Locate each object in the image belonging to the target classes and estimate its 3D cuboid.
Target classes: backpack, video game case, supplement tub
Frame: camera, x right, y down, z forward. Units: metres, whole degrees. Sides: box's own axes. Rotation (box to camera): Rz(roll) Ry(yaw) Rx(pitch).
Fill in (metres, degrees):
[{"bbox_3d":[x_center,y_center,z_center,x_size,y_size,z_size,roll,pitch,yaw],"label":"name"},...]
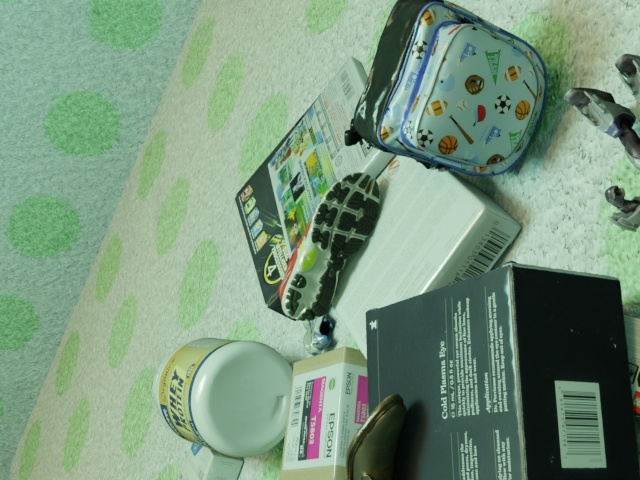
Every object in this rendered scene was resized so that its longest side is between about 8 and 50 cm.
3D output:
[{"bbox_3d":[0.214,-0.222,1.330,0.213,0.263,0.277,45,117,54],"label":"backpack"},{"bbox_3d":[0.013,-0.159,1.686,0.300,0.036,0.329,-50,32,25],"label":"video game case"},{"bbox_3d":[-0.210,0.319,1.837,0.316,0.228,0.229,-9,67,60],"label":"supplement tub"}]

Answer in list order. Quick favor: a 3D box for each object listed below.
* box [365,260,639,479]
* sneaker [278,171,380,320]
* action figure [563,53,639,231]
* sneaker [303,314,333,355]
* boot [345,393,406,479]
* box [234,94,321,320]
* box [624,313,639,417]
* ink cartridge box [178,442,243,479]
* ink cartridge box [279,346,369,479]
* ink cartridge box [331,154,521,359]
[{"bbox_3d":[0.212,0.231,1.094,0.312,0.178,0.344,-25,62,57],"label":"box"},{"bbox_3d":[0.000,0.000,1.514,0.279,0.107,0.118,-60,21,3],"label":"sneaker"},{"bbox_3d":[0.413,-0.105,1.068,0.185,0.099,0.285,-46,40,27],"label":"action figure"},{"bbox_3d":[0.000,0.165,1.742,0.058,0.052,0.135,-36,39,25],"label":"sneaker"},{"bbox_3d":[0.082,0.303,1.081,0.106,0.082,0.219,33,111,37],"label":"boot"},{"bbox_3d":[-0.023,-0.075,1.821,0.318,0.097,0.395,-46,35,20],"label":"box"},{"bbox_3d":[0.356,0.144,1.091,0.207,0.036,0.114,16,89,63],"label":"box"},{"bbox_3d":[-0.262,0.561,1.956,0.134,0.078,0.231,30,101,63],"label":"ink cartridge box"},{"bbox_3d":[0.019,0.321,1.562,0.193,0.088,0.235,-30,49,55],"label":"ink cartridge box"},{"bbox_3d":[0.131,0.000,1.494,0.308,0.091,0.385,-56,30,15],"label":"ink cartridge box"}]
